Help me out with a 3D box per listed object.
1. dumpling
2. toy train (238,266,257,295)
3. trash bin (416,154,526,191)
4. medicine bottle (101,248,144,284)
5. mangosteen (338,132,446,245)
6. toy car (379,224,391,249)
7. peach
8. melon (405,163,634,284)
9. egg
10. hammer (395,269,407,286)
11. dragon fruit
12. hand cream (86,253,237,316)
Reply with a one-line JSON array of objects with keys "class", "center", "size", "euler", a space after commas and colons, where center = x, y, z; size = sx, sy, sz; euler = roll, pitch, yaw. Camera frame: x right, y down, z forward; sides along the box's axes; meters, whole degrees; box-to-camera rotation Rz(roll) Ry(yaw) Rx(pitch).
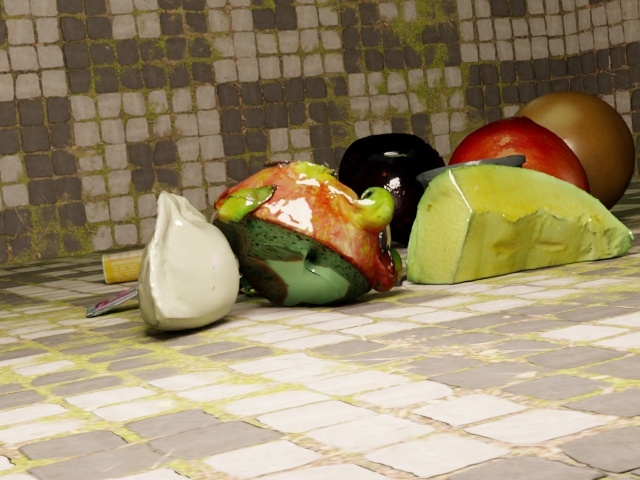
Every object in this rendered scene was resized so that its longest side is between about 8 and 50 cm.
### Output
[{"class": "dumpling", "center": [-0.180, 0.025, 1.448], "size": [0.131, 0.179, 0.252], "euler": [-6, 3, 16]}, {"class": "toy train", "center": [-0.102, 0.060, 1.788], "size": [0.085, 0.053, 0.250], "euler": [0, -2, -40]}, {"class": "trash bin", "center": [0.250, -0.043, 1.815], "size": [0.175, 0.161, 0.175], "euler": [-9, 8, 1]}, {"class": "medicine bottle", "center": [-0.327, 0.044, 2.301], "size": [0.218, 0.073, 0.074], "euler": [-9, 4, -3]}, {"class": "mangosteen", "center": [0.129, -0.096, 2.342], "size": [0.288, 0.233, 0.287], "euler": [-5, 26, 3]}, {"class": "toy car", "center": [0.000, 0.000, 2.119], "size": [0.257, 0.101, 0.124], "euler": [-8, 0, 0]}, {"class": "peach", "center": [0.353, -0.062, 2.014], "size": [0.281, 0.281, 0.338], "euler": [-7, 38, -4]}, {"class": "melon", "center": [0.296, -0.012, 1.673], "size": [0.324, 0.196, 0.124], "euler": [0, 36, -25]}, {"class": "egg", "center": [0.511, -0.171, 2.398], "size": [0.283, 0.282, 0.351], "euler": [-7, -1, -6]}, {"class": "hammer", "center": [0.127, 0.052, 1.753], "size": [0.062, 0.013, 0.199], "euler": [-5, 4, 25]}, {"class": "dragon fruit", "center": [-0.024, 0.000, 1.525], "size": [0.268, 0.130, 0.295], "euler": [37, -30, -25]}, {"class": "hand cream", "center": [-0.238, 0.054, 1.780], "size": [0.275, 0.050, 0.079], "euler": [-27, -19, -8]}]
